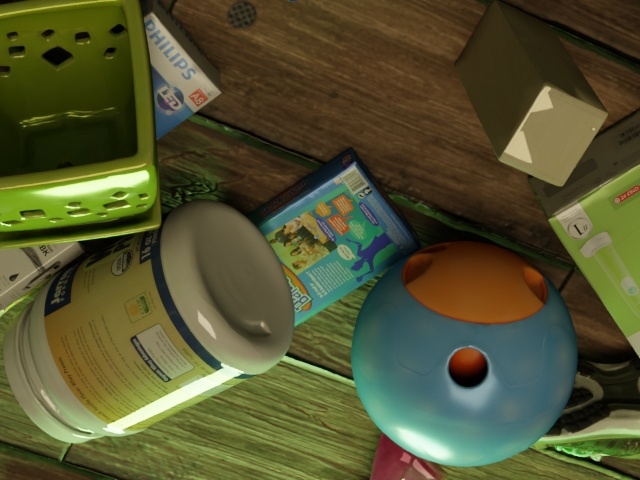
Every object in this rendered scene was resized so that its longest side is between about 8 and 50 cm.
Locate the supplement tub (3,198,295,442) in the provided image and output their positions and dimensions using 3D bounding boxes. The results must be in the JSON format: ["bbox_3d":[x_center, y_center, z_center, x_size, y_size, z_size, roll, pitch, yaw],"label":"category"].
[{"bbox_3d":[-0.215,0.108,1.769,0.316,0.228,0.228,-27,120,26],"label":"supplement tub"}]

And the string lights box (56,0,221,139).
[{"bbox_3d":[-0.261,-0.164,1.718,0.260,0.077,0.133,-35,115,13],"label":"string lights box"}]

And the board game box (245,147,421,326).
[{"bbox_3d":[0.000,0.000,1.857,0.210,0.047,0.160,-32,118,12],"label":"board game box"}]

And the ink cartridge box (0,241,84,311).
[{"bbox_3d":[-0.377,0.009,1.769,0.135,0.056,0.099,-37,79,-7],"label":"ink cartridge box"}]

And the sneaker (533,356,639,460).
[{"bbox_3d":[0.368,0.262,2.005,0.410,0.158,0.182,2,137,-2],"label":"sneaker"}]

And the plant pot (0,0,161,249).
[{"bbox_3d":[-0.285,-0.115,1.555,0.228,0.227,0.207,-7,155,-2],"label":"plant pot"}]

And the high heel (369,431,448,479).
[{"bbox_3d":[0.068,0.367,2.072,0.117,0.082,0.244,46,122,3],"label":"high heel"}]

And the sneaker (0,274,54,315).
[{"bbox_3d":[-0.416,0.068,1.824,0.208,0.094,0.081,-34,116,11],"label":"sneaker"}]

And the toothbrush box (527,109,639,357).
[{"bbox_3d":[0.435,-0.009,1.858,0.206,0.122,0.283,-33,117,12],"label":"toothbrush box"}]

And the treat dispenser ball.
[{"bbox_3d":[0.183,0.143,1.820,0.288,0.288,0.288,-3,120,-5],"label":"treat dispenser ball"}]

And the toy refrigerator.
[{"bbox_3d":[0.242,-0.175,1.656,0.094,0.269,0.102,21,114,-18],"label":"toy refrigerator"}]
